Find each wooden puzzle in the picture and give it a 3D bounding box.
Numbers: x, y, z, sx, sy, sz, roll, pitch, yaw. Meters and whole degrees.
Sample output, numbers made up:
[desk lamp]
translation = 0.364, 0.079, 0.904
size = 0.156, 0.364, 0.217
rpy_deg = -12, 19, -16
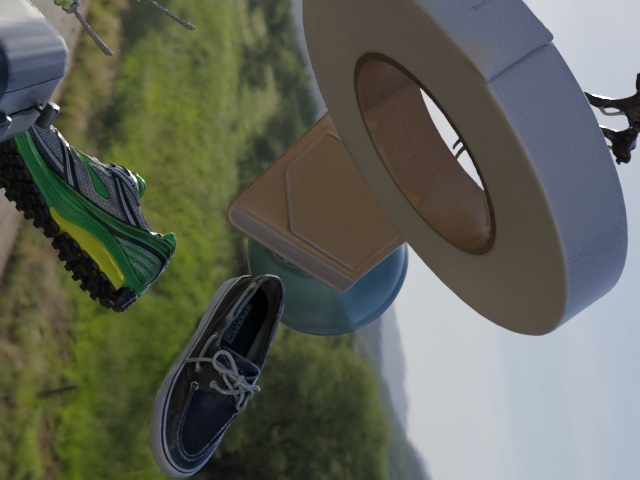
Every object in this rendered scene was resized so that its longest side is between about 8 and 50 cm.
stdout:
[wooden puzzle]
translation = 0.028, -0.056, 1.595
size = 0.221, 0.239, 0.044
rpy_deg = 33, 32, -25

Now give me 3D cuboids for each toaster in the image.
[toaster]
translation = -0.321, -0.169, 1.002
size = 0.227, 0.129, 0.146
rpy_deg = 41, 19, 7

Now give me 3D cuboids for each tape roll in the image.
[tape roll]
translation = 0.118, -0.093, 1.074
size = 0.392, 0.072, 0.392
rpy_deg = 53, -14, 20

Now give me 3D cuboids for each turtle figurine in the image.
[turtle figurine]
translation = -0.419, -0.454, 2.173
size = 0.198, 0.266, 0.274
rpy_deg = -50, 137, -28

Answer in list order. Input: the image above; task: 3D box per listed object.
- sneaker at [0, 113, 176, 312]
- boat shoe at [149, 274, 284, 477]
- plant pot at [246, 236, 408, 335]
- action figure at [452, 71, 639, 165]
[sneaker]
translation = -0.335, -0.073, 1.642
size = 0.343, 0.146, 0.134
rpy_deg = 54, -28, -14
[boat shoe]
translation = -0.130, 0.183, 1.654
size = 0.113, 0.105, 0.306
rpy_deg = 41, 61, -24
[plant pot]
translation = 0.000, 0.000, 2.086
size = 0.196, 0.293, 0.293
rpy_deg = 66, 11, -69
[action figure]
translation = 0.316, -0.167, 1.702
size = 0.164, 0.276, 0.141
rpy_deg = 85, 0, -54
